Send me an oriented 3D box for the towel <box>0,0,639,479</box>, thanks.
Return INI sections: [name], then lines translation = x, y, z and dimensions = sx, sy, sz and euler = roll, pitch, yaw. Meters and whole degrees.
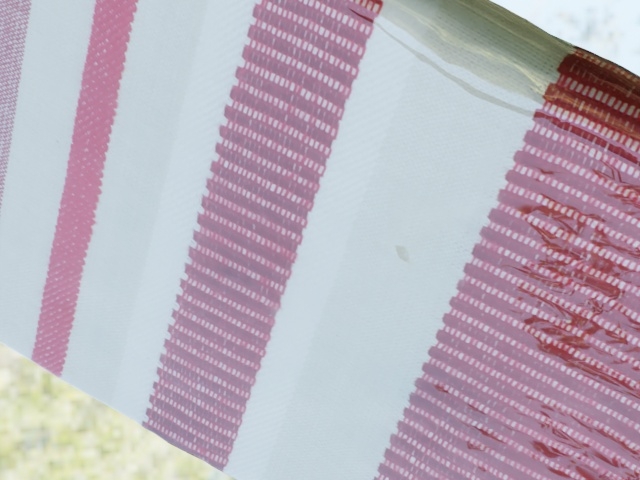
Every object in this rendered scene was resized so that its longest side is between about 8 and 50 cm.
[towel]
translation = 0.000, 0.000, 0.589
dimensions = 0.329, 0.237, 0.037
euler = 29, -131, 9
